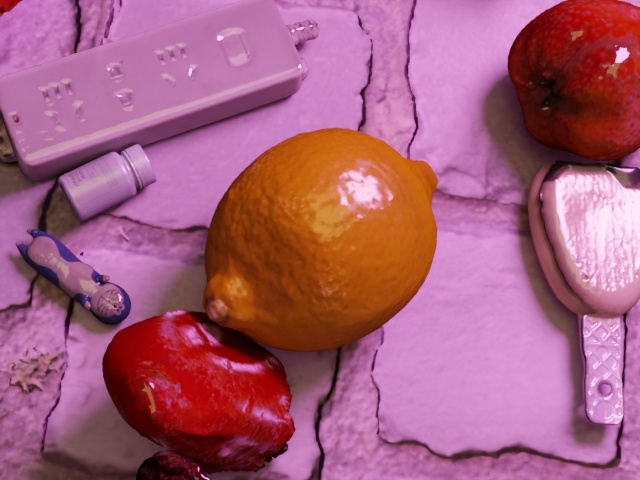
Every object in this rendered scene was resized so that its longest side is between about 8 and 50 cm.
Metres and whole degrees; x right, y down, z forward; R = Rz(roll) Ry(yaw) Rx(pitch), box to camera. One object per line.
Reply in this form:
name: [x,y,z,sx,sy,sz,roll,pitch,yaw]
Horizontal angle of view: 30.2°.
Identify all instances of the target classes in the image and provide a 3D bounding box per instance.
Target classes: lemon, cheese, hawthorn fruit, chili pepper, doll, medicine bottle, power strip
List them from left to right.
doll: [-0.226,0.033,1.089,0.125,0.027,0.037,36,79,7]
medicine bottle: [-0.200,-0.055,1.111,0.083,0.047,0.047,-28,76,-14]
power strip: [-0.153,-0.151,1.141,0.338,0.058,0.098,-20,74,-12]
chili pepper: [-0.110,0.113,0.963,0.136,0.252,0.144,-3,77,12]
lemon: [0.000,0.000,1.042,0.244,0.187,0.187,-36,78,-14]
cheese: [0.261,0.048,1.118,0.127,0.054,0.251,4,72,-5]
hawthorn fruit: [0.288,-0.168,1.154,0.203,0.162,0.162,-23,75,-27]

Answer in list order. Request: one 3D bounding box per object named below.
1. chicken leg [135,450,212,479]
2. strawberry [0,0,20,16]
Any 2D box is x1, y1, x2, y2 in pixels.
chicken leg: [-0.114,0.350,0.919,0.096,0.158,0.407,3,102,-8]
strawberry: [-0.436,-0.276,1.044,0.310,0.292,0.291,-34,78,-8]
